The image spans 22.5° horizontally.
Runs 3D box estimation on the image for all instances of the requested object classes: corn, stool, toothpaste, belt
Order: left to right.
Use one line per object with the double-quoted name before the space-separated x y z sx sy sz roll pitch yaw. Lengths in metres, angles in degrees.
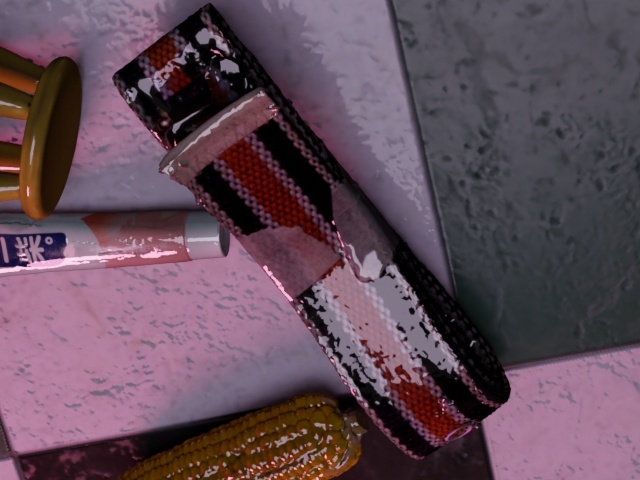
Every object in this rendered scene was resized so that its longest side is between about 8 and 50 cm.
"stool" -0.225 -0.078 1.075 0.111 0.134 0.135 10 157 3
"toothpaste" -0.168 0.001 1.143 0.205 0.036 0.056 -3 110 9
"corn" -0.062 0.166 1.181 0.207 0.068 0.068 -22 108 14
"belt" 0.000 0.000 1.091 0.094 0.126 0.359 -36 111 6
